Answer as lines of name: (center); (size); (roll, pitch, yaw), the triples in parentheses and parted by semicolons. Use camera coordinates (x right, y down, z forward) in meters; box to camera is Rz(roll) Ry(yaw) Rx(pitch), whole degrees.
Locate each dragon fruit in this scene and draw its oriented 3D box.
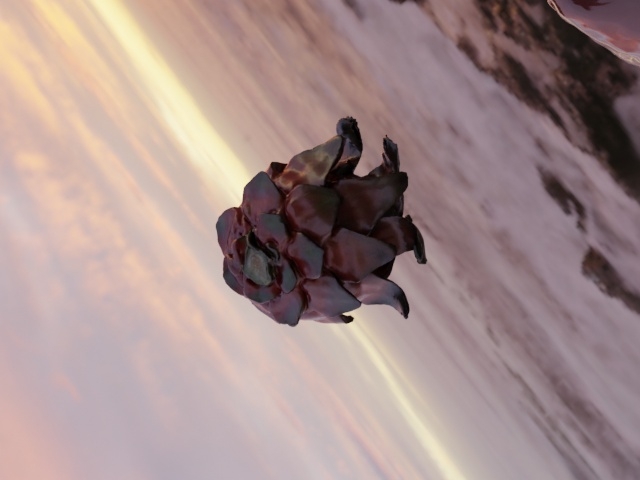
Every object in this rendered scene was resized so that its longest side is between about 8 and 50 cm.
dragon fruit: (-0.001, -0.004, 0.698); (0.121, 0.142, 0.130); (-94, -6, -53)

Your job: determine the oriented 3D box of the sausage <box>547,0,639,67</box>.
sausage: (0.206, -0.141, 0.364); (0.280, 0.152, 0.152); (-2, 139, 39)
